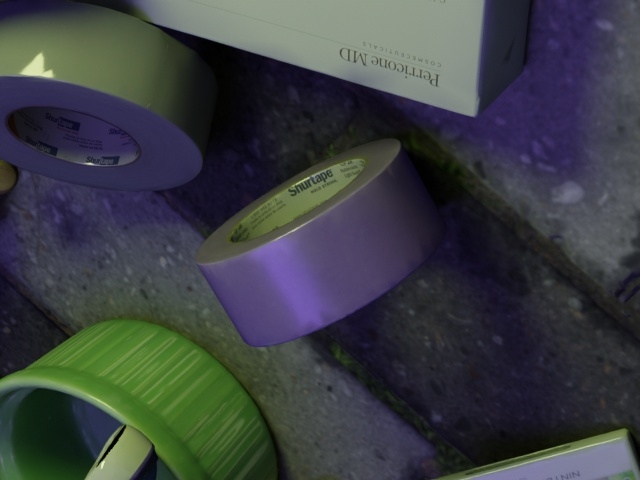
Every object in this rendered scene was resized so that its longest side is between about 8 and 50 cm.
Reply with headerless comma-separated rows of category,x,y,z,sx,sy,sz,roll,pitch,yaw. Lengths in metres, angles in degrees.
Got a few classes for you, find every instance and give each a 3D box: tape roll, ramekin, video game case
tape roll,0.000,0.000,1.191,0.189,0.189,0.080,-19,106,41
ramekin,-0.190,0.226,1.499,0.303,0.148,0.303,17,127,24
tape roll,-0.198,-0.116,1.248,0.219,0.072,0.219,9,160,3
video game case,0.203,0.284,1.282,0.193,0.023,0.212,-18,98,17

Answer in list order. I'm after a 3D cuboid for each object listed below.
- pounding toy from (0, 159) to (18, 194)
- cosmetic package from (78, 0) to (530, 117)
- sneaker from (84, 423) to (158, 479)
pounding toy,-0.349,-0.168,1.398,0.154,0.155,0.269,-6,106,65
cosmetic package,-0.026,-0.276,1.089,0.377,0.097,0.284,20,127,23
sneaker,-0.143,0.325,1.358,0.236,0.130,0.322,31,128,1
